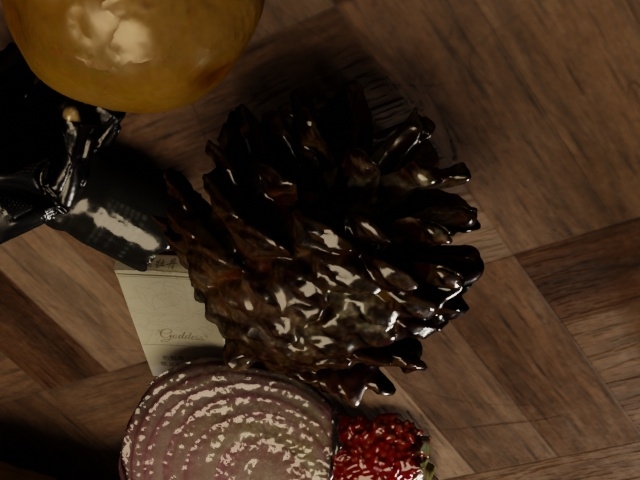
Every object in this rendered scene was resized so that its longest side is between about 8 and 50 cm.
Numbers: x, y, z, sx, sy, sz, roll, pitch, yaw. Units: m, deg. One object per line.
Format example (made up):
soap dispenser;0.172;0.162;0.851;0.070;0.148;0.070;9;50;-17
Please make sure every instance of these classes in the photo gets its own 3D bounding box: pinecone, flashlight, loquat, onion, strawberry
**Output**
pinecone;0.003;-0.006;1.108;0.298;0.242;0.296;37;124;-20
flashlight;-0.333;-0.101;1.207;0.424;0.103;0.103;27;136;-12
loquat;-0.147;-0.199;0.979;0.208;0.208;0.208;8;137;7
onion;-0.102;0.257;1.439;0.247;0.111;0.250;13;95;7
strawberry;0.037;0.277;1.507;0.208;0.087;0.167;3;138;15

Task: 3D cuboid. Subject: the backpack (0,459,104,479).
backpack;-0.387;0.416;1.662;0.378;0.201;0.353;36;151;0

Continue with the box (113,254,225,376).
box;-0.158;0.089;1.405;0.109;0.029;0.198;3;137;12

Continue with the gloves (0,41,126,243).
gloves;-0.241;-0.112;1.121;0.164;0.203;0.124;56;164;8
